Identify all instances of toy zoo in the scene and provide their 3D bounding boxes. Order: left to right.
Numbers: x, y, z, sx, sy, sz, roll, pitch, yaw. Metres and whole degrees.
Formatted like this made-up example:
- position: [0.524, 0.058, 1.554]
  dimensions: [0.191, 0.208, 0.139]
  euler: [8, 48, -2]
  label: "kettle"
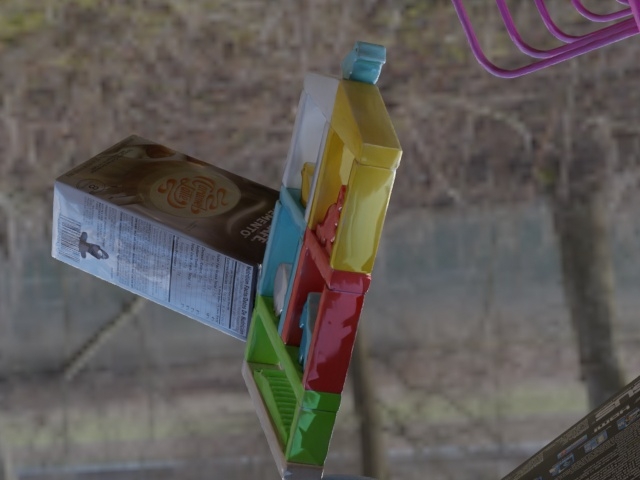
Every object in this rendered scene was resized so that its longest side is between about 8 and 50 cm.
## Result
- position: [0.000, 0.000, 1.315]
  dimensions: [0.030, 0.293, 0.192]
  euler: [8, -162, -15]
  label: "toy zoo"

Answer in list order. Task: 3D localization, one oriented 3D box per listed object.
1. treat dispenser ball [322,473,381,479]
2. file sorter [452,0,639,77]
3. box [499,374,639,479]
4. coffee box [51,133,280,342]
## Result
- position: [0.014, 0.346, 1.581]
  dimensions: [0.288, 0.288, 0.288]
  euler: [-3, 175, 0]
  label: "treat dispenser ball"
- position: [0.244, -0.280, 1.608]
  dimensions: [0.182, 0.202, 0.290]
  euler: [-16, -171, 37]
  label: "file sorter"
- position: [0.127, 0.260, 1.215]
  dimensions: [0.395, 0.097, 0.318]
  euler: [-38, -173, 11]
  label: "box"
- position: [-0.131, -0.006, 1.854]
  dimensions: [0.246, 0.098, 0.141]
  euler: [22, -146, 22]
  label: "coffee box"
